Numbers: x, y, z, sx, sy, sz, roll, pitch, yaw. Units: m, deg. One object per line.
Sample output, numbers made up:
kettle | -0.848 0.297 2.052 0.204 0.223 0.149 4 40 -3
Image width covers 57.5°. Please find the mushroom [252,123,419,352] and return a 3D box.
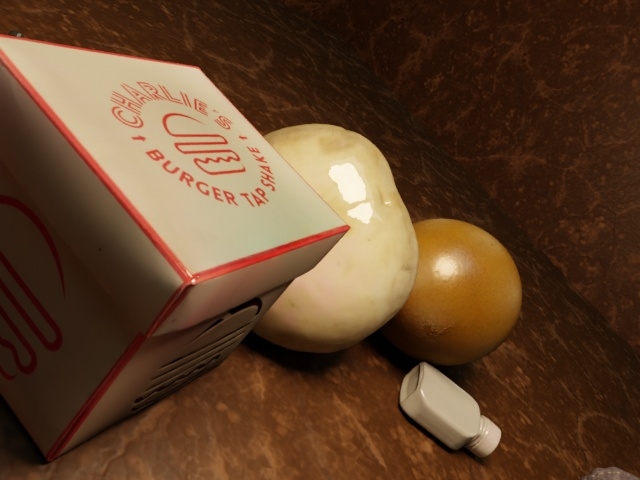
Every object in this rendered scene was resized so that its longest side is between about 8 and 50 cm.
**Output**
mushroom | 0.002 -0.013 0.946 0.353 0.325 0.353 25 26 -13

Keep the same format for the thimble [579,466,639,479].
thimble | 0.547 0.501 1.070 0.150 0.150 0.098 42 25 3

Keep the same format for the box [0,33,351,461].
box | -0.213 -0.002 0.669 0.312 0.300 0.314 47 26 13

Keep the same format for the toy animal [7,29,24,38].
toy animal | -0.547 -0.283 0.906 0.245 0.114 0.146 16 21 0

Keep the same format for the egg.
egg | 0.237 0.098 1.126 0.282 0.282 0.351 54 16 25

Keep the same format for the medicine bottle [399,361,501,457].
medicine bottle | 0.231 0.306 1.041 0.183 0.069 0.119 37 25 -4
